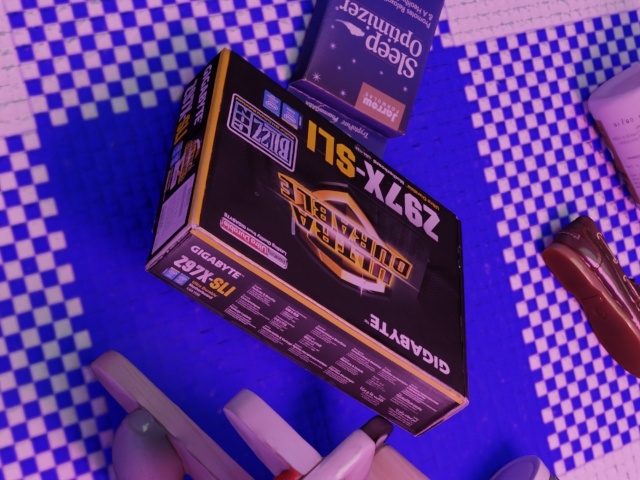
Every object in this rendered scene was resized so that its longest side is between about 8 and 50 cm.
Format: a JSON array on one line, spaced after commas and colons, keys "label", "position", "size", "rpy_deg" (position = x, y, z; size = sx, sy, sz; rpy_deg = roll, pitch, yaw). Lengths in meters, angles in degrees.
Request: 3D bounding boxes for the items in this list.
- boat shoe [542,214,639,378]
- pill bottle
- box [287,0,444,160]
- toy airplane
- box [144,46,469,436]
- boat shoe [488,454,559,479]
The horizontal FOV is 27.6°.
[{"label": "boat shoe", "position": [0.340, 0.065, 1.499], "size": [0.073, 0.073, 0.207], "rpy_deg": [-43, 108, -26]}, {"label": "pill bottle", "position": [0.420, -0.094, 1.530], "size": [0.131, 0.131, 0.229], "rpy_deg": [-36, 104, -29]}, {"label": "box", "position": [0.049, -0.202, 1.364], "size": [0.136, 0.036, 0.225], "rpy_deg": [25, 74, -28]}, {"label": "toy airplane", "position": [-0.022, 0.274, 1.081], "size": [0.272, 0.386, 0.384], "rpy_deg": [-47, 117, 0]}, {"label": "box", "position": [0.000, 0.000, 1.219], "size": [0.322, 0.079, 0.257], "rpy_deg": [34, 34, -24]}, {"label": "boat shoe", "position": [0.168, 0.369, 1.339], "size": [0.099, 0.116, 0.319], "rpy_deg": [48, 58, -15]}]
